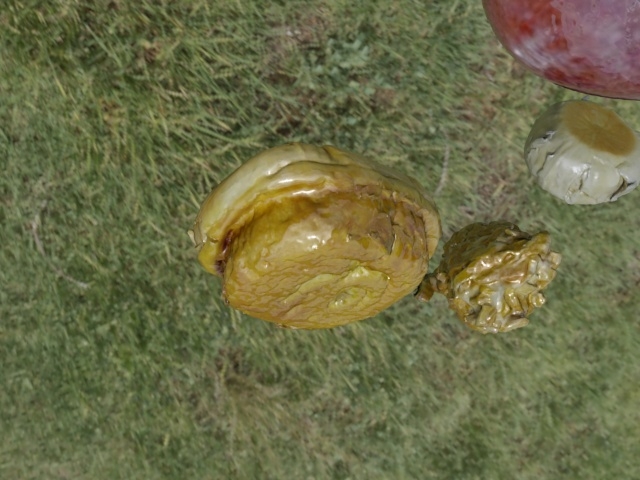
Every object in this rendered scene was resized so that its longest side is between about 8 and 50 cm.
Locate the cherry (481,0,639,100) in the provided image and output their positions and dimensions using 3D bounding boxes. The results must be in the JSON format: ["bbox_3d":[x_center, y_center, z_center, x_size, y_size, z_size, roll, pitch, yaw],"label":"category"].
[{"bbox_3d":[0.279,-0.238,0.753,0.285,0.213,0.236,-4,94,13],"label":"cherry"}]

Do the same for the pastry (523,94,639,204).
[{"bbox_3d":[0.349,-0.117,1.156,0.165,0.166,0.088,-11,147,-23],"label":"pastry"}]

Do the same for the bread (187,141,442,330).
[{"bbox_3d":[0.002,-0.001,0.844,0.236,0.120,0.198,16,140,-37],"label":"bread"}]

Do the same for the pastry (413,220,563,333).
[{"bbox_3d":[0.193,0.043,1.056,0.154,0.250,0.102,-42,95,-2],"label":"pastry"}]
